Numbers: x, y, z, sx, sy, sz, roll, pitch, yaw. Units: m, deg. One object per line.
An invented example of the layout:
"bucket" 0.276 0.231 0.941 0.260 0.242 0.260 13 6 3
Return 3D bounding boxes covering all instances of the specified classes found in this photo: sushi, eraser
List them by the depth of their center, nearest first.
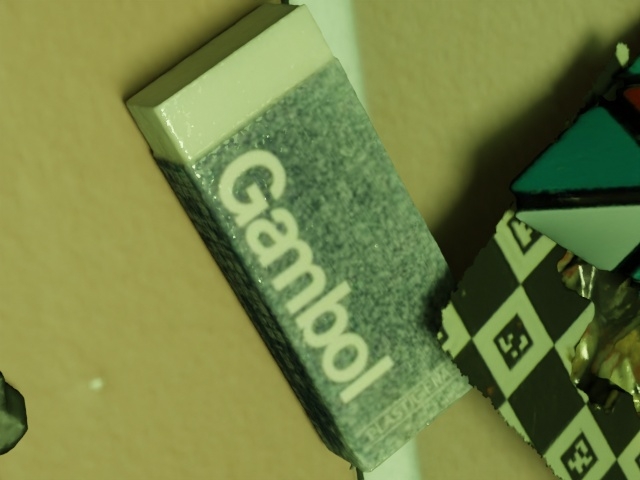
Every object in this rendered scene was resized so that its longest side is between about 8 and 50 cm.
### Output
"eraser" 0.000 0.000 0.731 0.092 0.046 0.212 -37 115 -18
"sushi" 0.147 0.037 0.813 0.210 0.040 0.192 49 65 -29

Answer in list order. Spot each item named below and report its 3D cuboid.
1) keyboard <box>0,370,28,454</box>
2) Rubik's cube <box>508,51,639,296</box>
"keyboard" -0.239 0.037 0.627 0.262 0.016 0.106 42 80 -29
"Rubik's cube" 0.272 -0.092 0.782 0.284 0.250 0.234 27 56 -31
